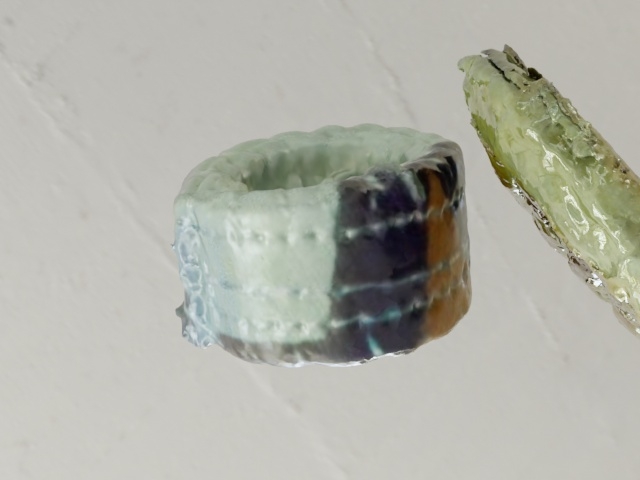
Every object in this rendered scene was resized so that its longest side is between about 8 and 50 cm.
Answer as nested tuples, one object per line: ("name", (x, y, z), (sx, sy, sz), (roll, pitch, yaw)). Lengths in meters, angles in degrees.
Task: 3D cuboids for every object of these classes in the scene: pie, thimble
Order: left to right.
("thimble", (0.000, 0.000, 1.141), (0.237, 0.237, 0.150), (-18, -70, -35))
("pie", (0.188, -0.016, 1.008), (0.071, 0.306, 0.306), (-42, -41, 4))
